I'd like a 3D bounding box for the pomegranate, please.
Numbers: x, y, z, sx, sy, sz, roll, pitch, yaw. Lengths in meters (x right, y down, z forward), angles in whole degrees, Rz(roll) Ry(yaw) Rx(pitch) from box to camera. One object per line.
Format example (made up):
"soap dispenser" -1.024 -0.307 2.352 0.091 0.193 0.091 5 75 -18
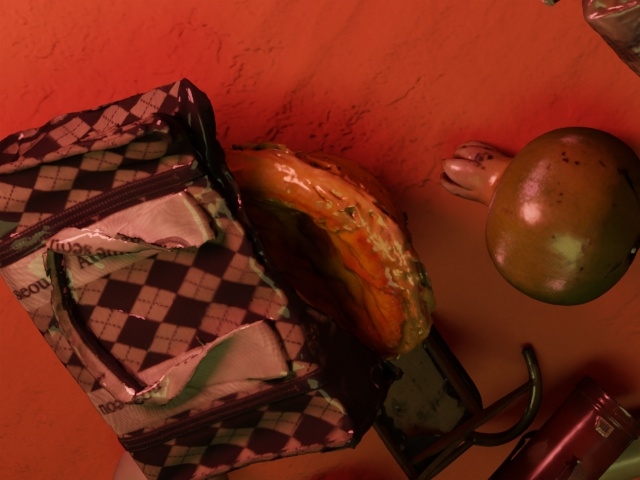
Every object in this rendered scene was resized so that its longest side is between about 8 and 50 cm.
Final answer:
"pomegranate" 0.221 -0.025 1.654 0.210 0.179 0.179 0 137 7

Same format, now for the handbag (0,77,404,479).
"handbag" -0.142 0.047 1.670 0.316 0.180 0.416 -18 113 40

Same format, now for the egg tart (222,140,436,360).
"egg tart" 0.000 0.000 1.721 0.294 0.116 0.295 24 144 18

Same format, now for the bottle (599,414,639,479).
"bottle" 0.361 0.254 2.012 0.201 0.072 0.072 -21 131 26

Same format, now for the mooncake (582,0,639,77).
"mooncake" 0.313 -0.213 1.517 0.130 0.073 0.125 -24 126 26

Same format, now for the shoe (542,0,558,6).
"shoe" 0.209 -0.270 1.483 0.071 0.064 0.143 -14 142 -5

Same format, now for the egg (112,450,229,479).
"egg" -0.186 0.318 2.084 0.149 0.149 0.192 -1 138 8

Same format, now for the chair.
"chair" 0.110 0.189 1.921 0.272 0.166 0.188 -18 155 -43

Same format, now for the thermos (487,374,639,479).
"thermos" 0.267 0.272 1.938 0.099 0.124 0.232 42 91 -2
